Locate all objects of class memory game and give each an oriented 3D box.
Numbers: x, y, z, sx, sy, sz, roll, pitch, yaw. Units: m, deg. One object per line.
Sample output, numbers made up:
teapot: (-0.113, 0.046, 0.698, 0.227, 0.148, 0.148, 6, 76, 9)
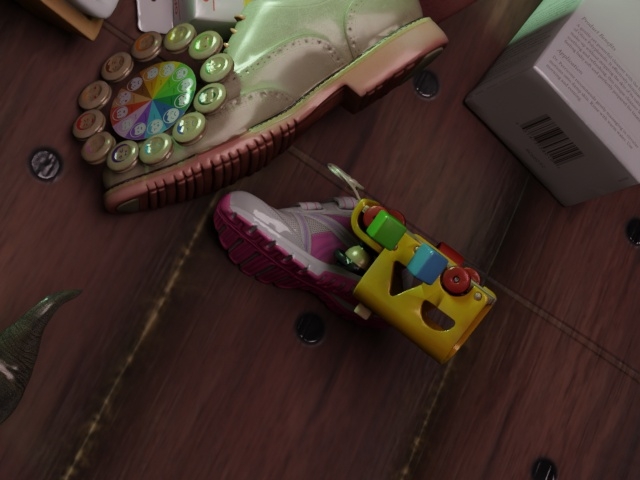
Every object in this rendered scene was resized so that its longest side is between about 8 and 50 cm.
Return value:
memory game: (-0.169, -0.145, 1.439, 0.012, 0.186, 0.186, 52, 56, -48)

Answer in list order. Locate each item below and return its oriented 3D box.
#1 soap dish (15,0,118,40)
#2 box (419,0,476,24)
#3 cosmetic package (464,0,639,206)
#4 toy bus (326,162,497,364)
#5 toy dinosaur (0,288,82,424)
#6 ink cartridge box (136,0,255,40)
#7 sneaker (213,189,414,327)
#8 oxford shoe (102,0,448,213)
soap dish: (-0.294, -0.362, 1.390, 0.291, 0.118, 0.229, 37, 63, -47)
box: (0.138, -0.326, 1.585, 0.148, 0.232, 0.127, -43, 100, -27)
cosmetic package: (0.367, -0.241, 1.727, 0.197, 0.155, 0.365, 46, 63, -12)
toy bus: (0.078, 0.038, 1.450, 0.191, 0.202, 0.104, 33, 97, -33)
toy dinosaur: (-0.358, 0.138, 1.330, 0.313, 0.121, 0.160, -30, 106, -33)
ink cartridge box: (-0.097, -0.279, 1.552, 0.198, 0.067, 0.115, -1, 81, -27)
sneaker: (0.000, 0.000, 1.533, 0.252, 0.103, 0.111, 28, 67, -28)
oxford shoe: (-0.068, -0.160, 1.491, 0.397, 0.140, 0.146, -30, 86, -14)
